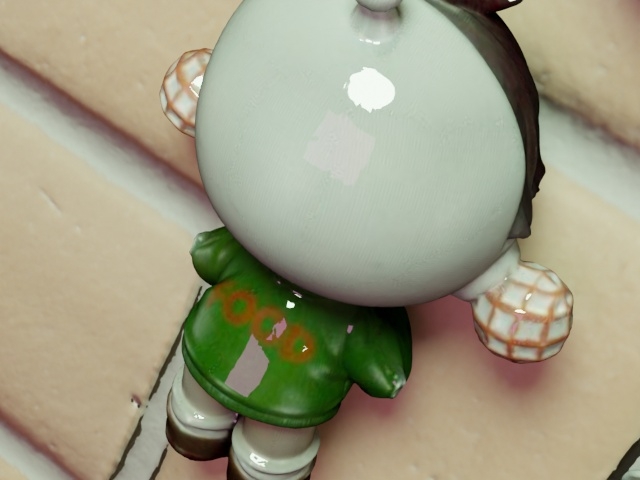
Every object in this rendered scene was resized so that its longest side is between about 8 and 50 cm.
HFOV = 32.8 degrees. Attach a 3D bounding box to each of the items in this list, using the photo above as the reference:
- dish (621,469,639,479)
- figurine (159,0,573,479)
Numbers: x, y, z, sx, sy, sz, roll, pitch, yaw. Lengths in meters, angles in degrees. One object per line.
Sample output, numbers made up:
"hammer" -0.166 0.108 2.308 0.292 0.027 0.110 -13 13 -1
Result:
"dish" 0.265 0.189 0.574 0.228 0.086 0.236 32 117 15
"figurine" 0.000 0.000 0.607 0.281 0.167 0.370 36 127 18
